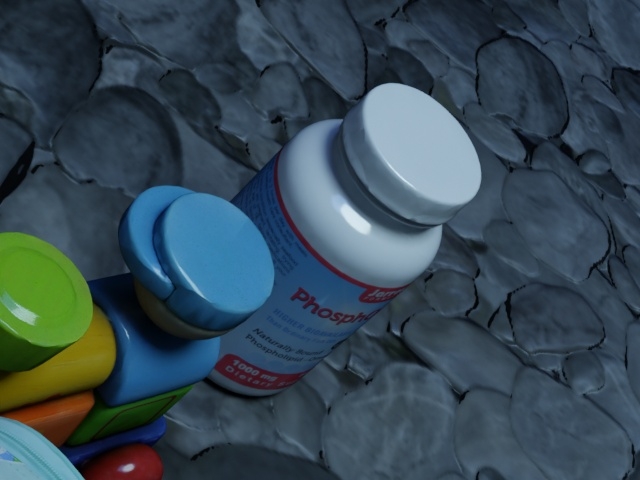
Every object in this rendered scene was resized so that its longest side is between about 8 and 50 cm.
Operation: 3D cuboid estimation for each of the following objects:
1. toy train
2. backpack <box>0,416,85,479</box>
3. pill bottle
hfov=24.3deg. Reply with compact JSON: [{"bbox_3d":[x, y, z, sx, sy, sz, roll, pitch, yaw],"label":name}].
[{"bbox_3d":[-0.137,0.051,0.538,0.248,0.143,0.105,-11,65,-47],"label":"toy train"},{"bbox_3d":[-0.117,0.145,0.439,0.144,0.188,0.166,-16,69,-48],"label":"backpack"},{"bbox_3d":[0.000,0.000,0.696,0.087,0.160,0.087,24,44,-25],"label":"pill bottle"}]
